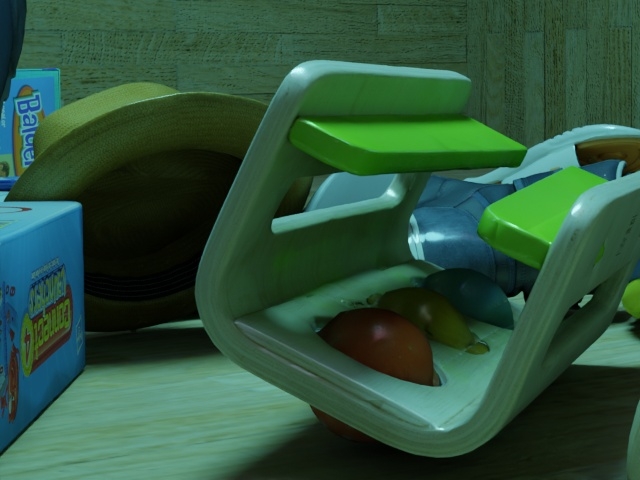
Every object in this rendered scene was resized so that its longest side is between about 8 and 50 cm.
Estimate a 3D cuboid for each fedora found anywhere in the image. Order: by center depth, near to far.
[{"bbox_3d":[-0.099,-0.031,0.910,0.194,0.194,0.079,-5,47,-35],"label":"fedora"}]

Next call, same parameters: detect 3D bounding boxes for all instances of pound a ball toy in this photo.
[{"bbox_3d":[0.084,0.030,0.672,0.208,0.136,0.319,27,12,13],"label":"pound a ball toy"}]

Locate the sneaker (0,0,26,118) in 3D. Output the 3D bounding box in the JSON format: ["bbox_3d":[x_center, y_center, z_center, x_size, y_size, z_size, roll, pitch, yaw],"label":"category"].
[{"bbox_3d":[-0.179,-0.044,0.486,0.112,0.131,0.319,9,46,11],"label":"sneaker"}]

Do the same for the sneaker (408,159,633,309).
[{"bbox_3d":[0.116,-0.009,1.041,0.163,0.086,0.226,-11,15,1],"label":"sneaker"}]

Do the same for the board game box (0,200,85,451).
[{"bbox_3d":[-0.272,0.038,0.684,0.302,0.086,0.308,0,6,2],"label":"board game box"}]

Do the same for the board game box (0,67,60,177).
[{"bbox_3d":[-0.287,-0.052,1.254,0.047,0.160,0.210,3,6,38],"label":"board game box"}]

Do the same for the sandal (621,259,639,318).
[{"bbox_3d":[0.269,-0.022,0.985,0.126,0.138,0.317,5,9,30],"label":"sandal"}]

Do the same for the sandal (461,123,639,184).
[{"bbox_3d":[0.198,-0.030,1.471,0.102,0.076,0.265,13,-26,-40],"label":"sandal"}]

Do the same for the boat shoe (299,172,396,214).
[{"bbox_3d":[0.000,0.000,0.931,0.142,0.049,0.040,-49,14,-21],"label":"boat shoe"}]

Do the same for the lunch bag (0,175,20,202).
[{"bbox_3d":[-0.160,0.001,1.068,0.176,0.090,0.219,-7,7,-32],"label":"lunch bag"}]
